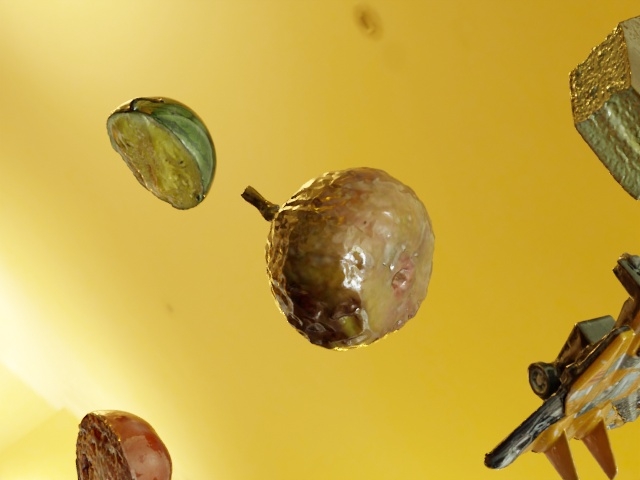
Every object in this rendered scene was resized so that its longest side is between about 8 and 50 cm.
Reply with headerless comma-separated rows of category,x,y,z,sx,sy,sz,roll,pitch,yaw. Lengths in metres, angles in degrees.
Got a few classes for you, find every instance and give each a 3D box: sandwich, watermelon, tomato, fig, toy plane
sandwich,0.354,-0.174,1.343,0.096,0.258,0.094,22,-43,-20
watermelon,-0.260,-0.171,2.000,0.204,0.127,0.232,7,-47,42
tomato,-0.265,0.340,1.610,0.225,0.085,0.225,17,-69,52
fig,0.000,0.000,1.836,0.368,0.286,0.286,29,-35,43
toy plane,0.278,0.108,1.124,0.103,0.204,0.316,53,-36,41
